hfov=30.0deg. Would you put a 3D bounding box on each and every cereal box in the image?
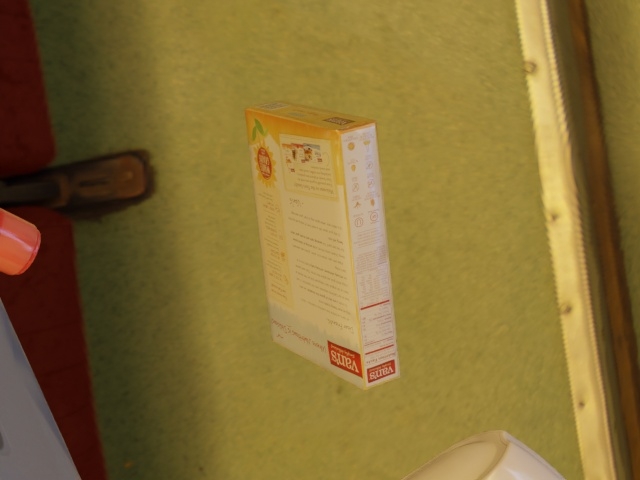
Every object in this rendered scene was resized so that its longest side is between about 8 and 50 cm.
[{"bbox_3d":[0.000,0.000,1.095,0.173,0.047,0.240,22,123,56],"label":"cereal box"}]

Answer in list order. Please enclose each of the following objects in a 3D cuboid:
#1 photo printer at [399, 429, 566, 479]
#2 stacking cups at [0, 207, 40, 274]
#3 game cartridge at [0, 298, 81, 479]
[{"bbox_3d":[0.106,0.321,0.996,0.307,0.107,0.256,-35,103,4],"label":"photo printer"},{"bbox_3d":[-0.444,-0.043,1.256,0.096,0.316,0.096,-32,42,34],"label":"stacking cups"},{"bbox_3d":[-0.156,-0.009,0.254,0.062,0.297,0.198,-36,66,1],"label":"game cartridge"}]
